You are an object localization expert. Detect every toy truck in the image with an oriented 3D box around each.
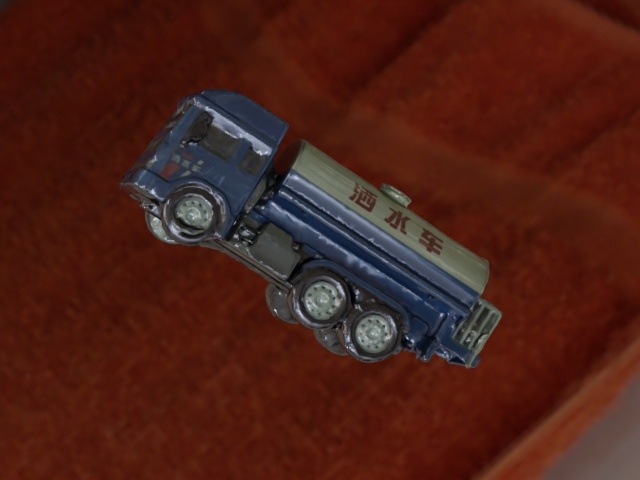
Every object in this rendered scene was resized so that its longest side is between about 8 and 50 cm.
[{"bbox_3d":[0.000,0.000,0.927,0.201,0.088,0.074,34,175,-11],"label":"toy truck"}]
